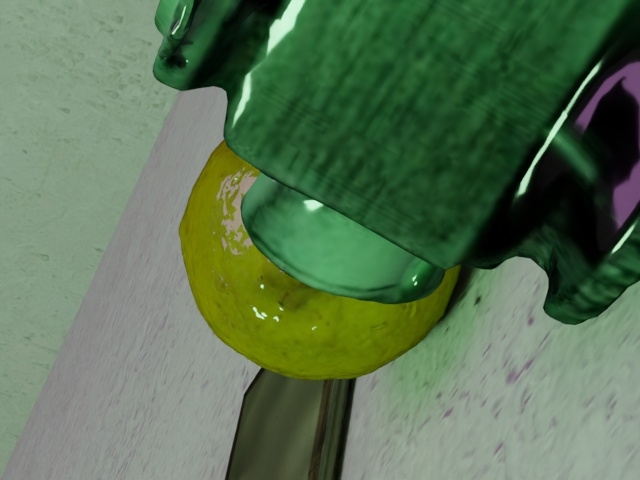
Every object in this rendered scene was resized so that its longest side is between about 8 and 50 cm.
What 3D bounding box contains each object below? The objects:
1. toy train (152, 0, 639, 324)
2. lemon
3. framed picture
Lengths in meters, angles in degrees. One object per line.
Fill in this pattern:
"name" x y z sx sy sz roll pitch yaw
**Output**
"toy train" 0.066 -0.130 0.400 0.299 0.167 0.238 -59 9 36
"lemon" 0.000 0.000 0.582 0.133 0.109 0.109 -131 63 -84
"framed picture" -0.024 0.117 0.717 0.173 0.010 0.231 124 164 -46
